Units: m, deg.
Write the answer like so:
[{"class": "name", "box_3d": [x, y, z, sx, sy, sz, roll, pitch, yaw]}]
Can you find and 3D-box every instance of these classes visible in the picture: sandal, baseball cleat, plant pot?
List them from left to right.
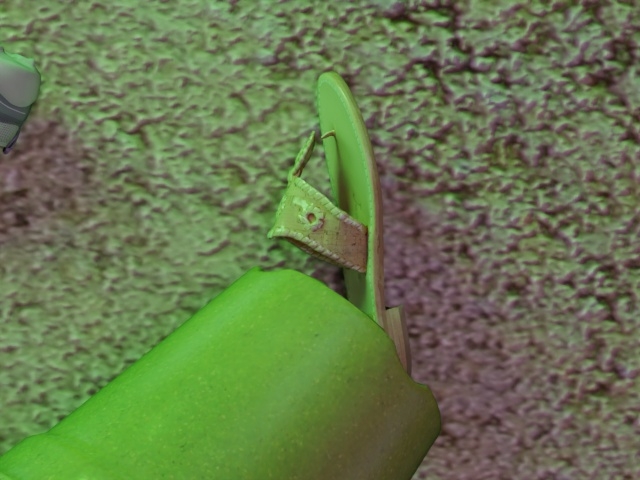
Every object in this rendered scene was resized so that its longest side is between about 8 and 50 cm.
[{"class": "baseball cleat", "box_3d": [-0.305, -0.123, 1.305, 0.206, 0.072, 0.109, 23, 89, -6]}, {"class": "plant pot", "box_3d": [-0.061, 0.163, 1.263, 0.276, 0.276, 0.254, 45, 69, -7]}, {"class": "sandal", "box_3d": [0.002, 0.000, 1.355, 0.079, 0.088, 0.240, -14, 95, -18]}]
